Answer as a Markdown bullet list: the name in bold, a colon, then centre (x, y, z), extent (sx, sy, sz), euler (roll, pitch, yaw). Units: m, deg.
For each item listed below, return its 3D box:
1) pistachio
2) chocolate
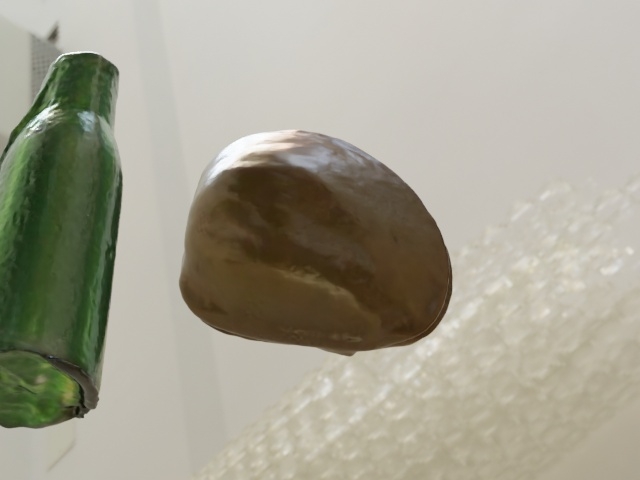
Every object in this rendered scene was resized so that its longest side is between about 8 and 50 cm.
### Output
- **pistachio**: centre (0.000, 0.000, 1.061), extent (0.260, 0.212, 0.163), euler (14, 168, 9)
- **chocolate**: centre (-0.188, -0.016, 0.805), extent (0.110, 0.110, 0.291), euler (30, -135, -31)
